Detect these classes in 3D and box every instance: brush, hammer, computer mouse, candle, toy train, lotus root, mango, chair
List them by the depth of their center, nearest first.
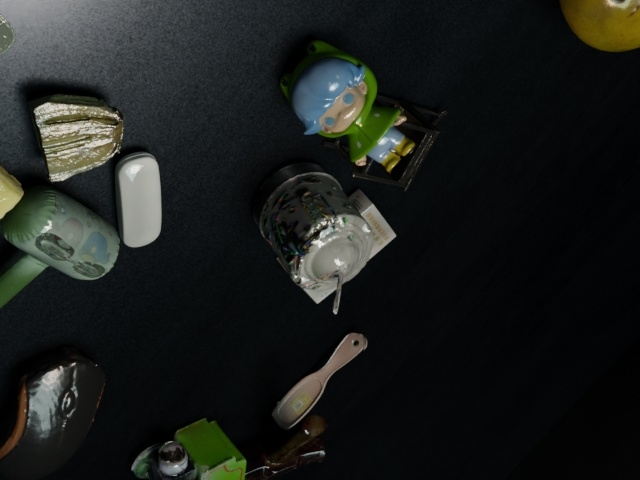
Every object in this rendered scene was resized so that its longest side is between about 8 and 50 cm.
[{"bbox_3d":[-0.390,-0.175,1.508,0.144,0.070,0.143,-11,126,-25],"label":"lotus root"},{"bbox_3d":[-0.517,0.056,1.600,0.335,0.119,0.206,-39,141,8],"label":"hammer"},{"bbox_3d":[0.000,0.000,1.787,0.187,0.330,0.187,-15,132,-18],"label":"candle"},{"bbox_3d":[-0.534,0.358,1.853,0.183,0.116,0.323,2,124,-45],"label":"computer mouse"},{"bbox_3d":[0.156,-0.194,1.877,0.260,0.141,0.154,8,121,-39],"label":"chair"},{"bbox_3d":[0.670,-0.532,1.910,0.445,0.220,0.301,-11,130,-35],"label":"mango"},{"bbox_3d":[-0.301,0.571,2.195,0.249,0.173,0.307,-21,137,-31],"label":"toy train"},{"bbox_3d":[-0.069,0.478,2.235,0.242,0.095,0.409,-13,159,-24],"label":"hammer"},{"bbox_3d":[0.001,0.339,2.308,0.313,0.072,0.067,-48,166,7],"label":"brush"}]

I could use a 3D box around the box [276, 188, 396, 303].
[{"bbox_3d":[0.036,0.014,2.023,0.233,0.067,0.149,-41,140,1],"label":"box"}]

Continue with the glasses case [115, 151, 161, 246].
[{"bbox_3d":[-0.323,-0.070,1.672,0.076,0.049,0.197,-18,135,-25],"label":"glasses case"}]

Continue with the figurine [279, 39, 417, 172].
[{"bbox_3d":[0.051,-0.233,1.688,0.162,0.263,0.143,-47,-177,29],"label":"figurine"}]

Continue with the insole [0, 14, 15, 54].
[{"bbox_3d":[-0.504,-0.344,1.312,0.080,0.003,0.232,-35,140,-7],"label":"insole"}]

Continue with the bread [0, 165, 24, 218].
[{"bbox_3d":[-0.562,-0.091,1.449,0.125,0.068,0.188,-39,141,-2],"label":"bread"}]
